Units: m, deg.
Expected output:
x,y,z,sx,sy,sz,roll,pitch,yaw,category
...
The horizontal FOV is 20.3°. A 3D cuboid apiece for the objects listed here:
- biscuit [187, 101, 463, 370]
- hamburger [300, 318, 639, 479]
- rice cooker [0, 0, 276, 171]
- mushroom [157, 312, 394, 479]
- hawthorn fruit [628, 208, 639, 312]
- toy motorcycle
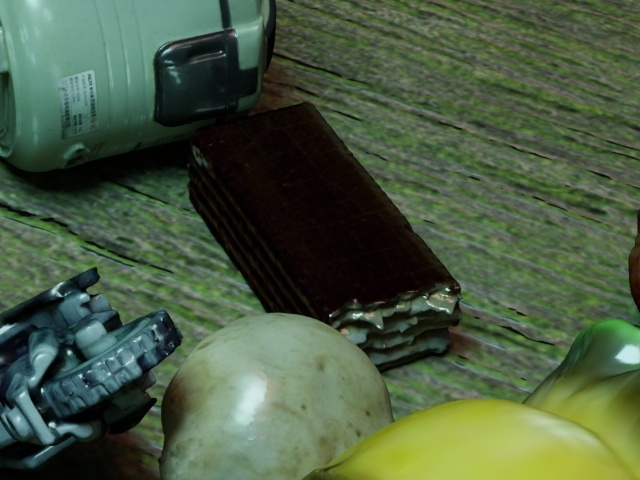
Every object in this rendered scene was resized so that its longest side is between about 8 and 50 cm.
x,y,z,sx,sy,sz,roll,pitch,yaw,category
0.000,0.000,1.274,0.106,0.070,0.252,-16,43,-23,biscuit
0.164,0.226,0.787,0.277,0.396,0.396,-12,42,-18,hamburger
-0.155,-0.172,1.349,0.244,0.226,0.226,-12,42,-23,rice cooker
-0.027,0.125,1.060,0.127,0.166,0.166,-22,28,31,mushroom
0.321,0.015,1.243,0.203,0.162,0.162,19,39,-8,hawthorn fruit
-0.172,0.089,1.056,0.159,0.106,0.270,-33,7,-15,toy motorcycle
